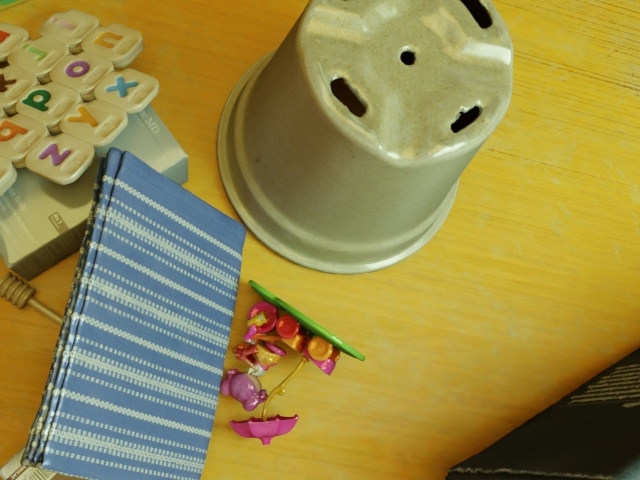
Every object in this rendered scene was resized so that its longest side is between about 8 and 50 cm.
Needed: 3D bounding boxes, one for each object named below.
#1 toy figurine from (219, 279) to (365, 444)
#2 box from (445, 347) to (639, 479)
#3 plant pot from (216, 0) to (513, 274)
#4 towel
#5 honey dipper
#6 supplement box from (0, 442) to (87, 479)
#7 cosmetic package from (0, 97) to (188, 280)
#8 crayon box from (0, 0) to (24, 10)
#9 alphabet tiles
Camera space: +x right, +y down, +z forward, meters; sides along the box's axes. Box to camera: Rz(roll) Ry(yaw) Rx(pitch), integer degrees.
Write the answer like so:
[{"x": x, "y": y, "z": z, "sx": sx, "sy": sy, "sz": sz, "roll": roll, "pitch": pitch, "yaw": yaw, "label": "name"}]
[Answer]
[{"x": -0.061, "y": 0.157, "z": 0.904, "sx": 0.173, "sy": 0.130, "sz": 0.159, "roll": 33, "pitch": 84, "yaw": 18, "label": "toy figurine"}, {"x": 0.477, "y": 0.361, "z": 0.830, "sx": 0.471, "sy": 0.297, "sz": 0.480, "roll": -23, "pitch": 85, "yaw": -25, "label": "box"}, {"x": 0.059, "y": -0.148, "z": 0.871, "sx": 0.333, "sy": 0.305, "sz": 0.334, "roll": 3, "pitch": 78, "yaw": -12, "label": "plant pot"}, {"x": -0.185, "y": 0.093, "z": 0.828, "sx": 0.040, "sy": 0.243, "sz": 0.336, "roll": -4, "pitch": 67, "yaw": 32, "label": "towel"}, {"x": -0.310, "y": 0.095, "z": 0.898, "sx": 0.160, "sy": 0.030, "sz": 0.030, "roll": 36, "pitch": 75, "yaw": -7, "label": "honey dipper"}, {"x": -0.228, "y": 0.304, "z": 0.821, "sx": 0.073, "sy": 0.130, "sz": 0.239, "roll": -44, "pitch": 91, "yaw": -15, "label": "supplement box"}, {"x": -0.285, "y": -0.072, "z": 0.895, "sx": 0.238, "sy": 0.107, "sz": 0.127, "roll": -37, "pitch": 85, "yaw": -13, "label": "cosmetic package"}, {"x": -0.309, "y": -0.394, "z": 0.918, "sx": 0.278, "sy": 0.165, "sz": 0.081, "roll": -29, "pitch": 86, "yaw": -16, "label": "crayon box"}, {"x": -0.335, "y": -0.163, "z": 0.870, "sx": 0.277, "sy": 0.021, "sz": 0.284, "roll": 22, "pitch": 60, "yaw": 21, "label": "alphabet tiles"}]
